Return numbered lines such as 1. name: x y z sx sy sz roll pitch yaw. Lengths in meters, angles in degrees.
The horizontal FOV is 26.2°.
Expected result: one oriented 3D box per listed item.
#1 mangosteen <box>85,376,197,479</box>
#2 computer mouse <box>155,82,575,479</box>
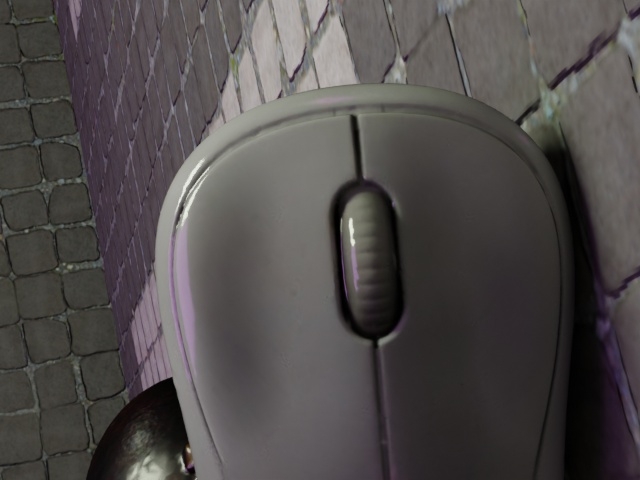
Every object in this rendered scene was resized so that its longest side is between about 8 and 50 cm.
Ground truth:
1. mangosteen: -0.044 0.162 0.927 0.250 0.211 0.211 -58 35 27
2. computer mouse: 0.021 0.082 0.612 0.121 0.184 0.297 -91 1 -60
